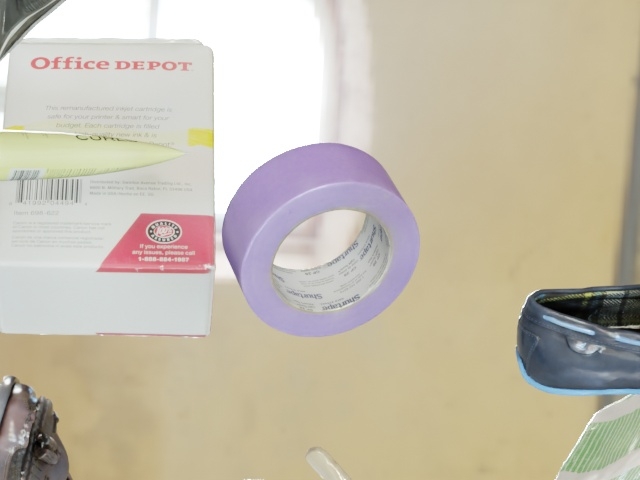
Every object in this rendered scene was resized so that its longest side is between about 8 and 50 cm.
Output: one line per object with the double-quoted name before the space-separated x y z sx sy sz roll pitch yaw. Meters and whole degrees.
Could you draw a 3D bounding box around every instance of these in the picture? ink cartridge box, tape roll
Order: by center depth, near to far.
"tape roll" 0.000 0.000 1.985 0.080 0.189 0.189 -120 -147 -51
"ink cartridge box" -0.276 -0.074 2.570 0.160 0.279 0.385 95 -6 -53

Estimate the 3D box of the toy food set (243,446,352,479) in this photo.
"toy food set" -0.038 0.237 1.491 0.192 0.132 0.038 -31 -157 32

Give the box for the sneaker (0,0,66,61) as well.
"sneaker" -0.266 -0.245 1.756 0.169 0.447 0.257 58 34 -4

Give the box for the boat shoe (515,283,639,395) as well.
"boat shoe" 0.286 0.071 1.554 0.109 0.258 0.089 -103 -174 -55

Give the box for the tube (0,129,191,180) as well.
"tube" -0.283 -0.103 2.346 0.070 0.240 0.062 62 -38 41

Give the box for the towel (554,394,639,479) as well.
"towel" 0.303 0.249 2.074 0.325 0.038 0.248 -47 -176 -38

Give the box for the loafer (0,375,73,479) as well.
"loafer" -0.271 0.202 1.849 0.302 0.095 0.109 118 -11 -71
